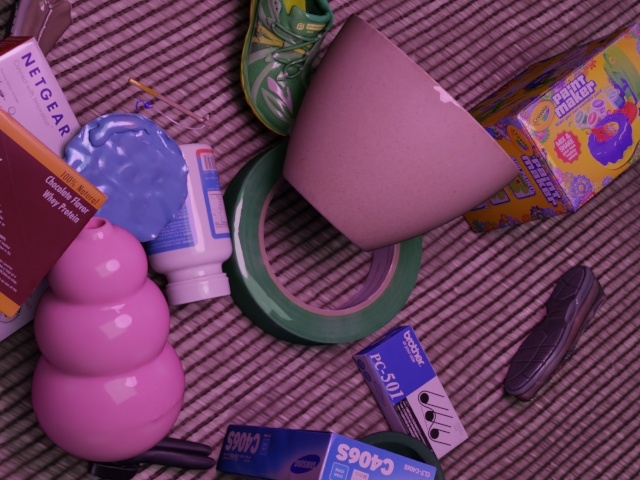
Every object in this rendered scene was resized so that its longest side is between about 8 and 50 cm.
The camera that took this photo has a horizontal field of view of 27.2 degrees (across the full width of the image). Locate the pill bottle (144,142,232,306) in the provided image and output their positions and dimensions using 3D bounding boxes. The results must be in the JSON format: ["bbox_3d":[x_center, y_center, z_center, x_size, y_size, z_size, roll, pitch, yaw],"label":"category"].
[{"bbox_3d":[-0.196,-0.021,1.905,0.124,0.124,0.221,-9,87,-27],"label":"pill bottle"}]

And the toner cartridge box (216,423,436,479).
[{"bbox_3d":[-0.001,0.316,1.831,0.165,0.348,0.075,21,76,-22],"label":"toner cartridge box"}]

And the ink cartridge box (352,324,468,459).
[{"bbox_3d":[0.142,0.246,2.081,0.097,0.046,0.207,-30,97,-28],"label":"ink cartridge box"}]

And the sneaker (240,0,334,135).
[{"bbox_3d":[-0.049,-0.300,1.952,0.109,0.123,0.295,-3,95,-31],"label":"sneaker"}]

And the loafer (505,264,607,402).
[{"bbox_3d":[0.402,0.166,2.197,0.084,0.096,0.267,43,65,-22],"label":"loafer"}]

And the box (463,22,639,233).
[{"bbox_3d":[0.372,-0.175,2.120,0.290,0.279,0.177,-37,100,-25],"label":"box"}]

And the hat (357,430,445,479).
[{"bbox_3d":[0.126,0.423,2.060,0.173,0.183,0.208,-26,57,-2],"label":"hat"}]

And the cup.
[{"bbox_3d":[0.084,-0.125,1.895,0.331,0.331,0.237,43,93,-15],"label":"cup"}]

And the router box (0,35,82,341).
[{"bbox_3d":[-0.443,-0.057,1.758,0.301,0.082,0.335,-37,118,-25],"label":"router box"}]

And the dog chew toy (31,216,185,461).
[{"bbox_3d":[-0.288,0.126,1.749,0.207,0.207,0.331,-16,120,-27],"label":"dog chew toy"}]

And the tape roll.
[{"bbox_3d":[0.000,0.000,2.026,0.321,0.077,0.321,4,82,-27],"label":"tape roll"}]

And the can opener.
[{"bbox_3d":[-0.238,0.301,1.888,0.186,0.073,0.059,5,42,-29],"label":"can opener"}]

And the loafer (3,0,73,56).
[{"bbox_3d":[-0.390,-0.315,1.863,0.087,0.094,0.251,14,77,-20],"label":"loafer"}]

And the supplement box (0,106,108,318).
[{"bbox_3d":[-0.411,-0.046,1.637,0.191,0.129,0.194,43,80,-33],"label":"supplement box"}]

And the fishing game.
[{"bbox_3d":[-0.272,-0.083,1.803,0.189,0.041,0.264,23,90,-29],"label":"fishing game"}]
